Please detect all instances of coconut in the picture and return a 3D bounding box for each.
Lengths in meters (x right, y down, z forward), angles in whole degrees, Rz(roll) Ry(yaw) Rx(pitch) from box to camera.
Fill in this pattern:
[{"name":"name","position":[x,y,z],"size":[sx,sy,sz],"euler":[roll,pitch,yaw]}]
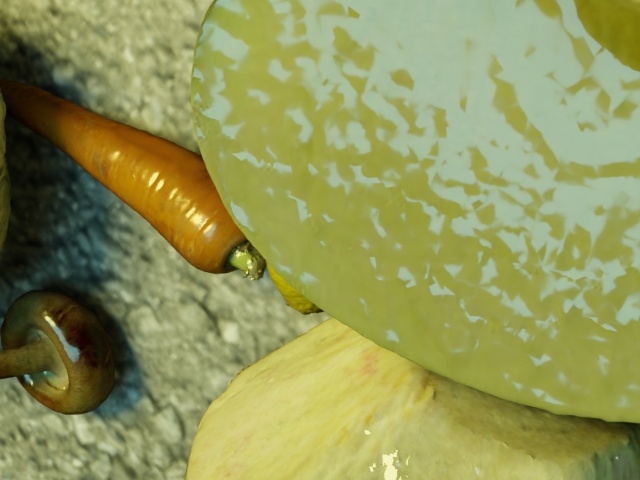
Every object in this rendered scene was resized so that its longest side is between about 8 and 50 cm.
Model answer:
[{"name":"coconut","position":[0.044,0.161,0.509],"size":[0.259,0.259,0.259],"euler":[6,104,23]}]

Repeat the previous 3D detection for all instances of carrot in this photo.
[{"name":"carrot","position":[-0.126,-0.054,0.642],"size":[0.256,0.061,0.061],"euler":[35,114,23]}]

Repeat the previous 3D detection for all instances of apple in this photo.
[{"name":"apple","position":[0.133,-0.111,0.380],"size":[0.360,0.320,0.312],"euler":[16,66,14]}]

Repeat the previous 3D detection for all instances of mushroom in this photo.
[{"name":"mushroom","position":[-0.205,0.072,0.684],"size":[0.129,0.073,0.088],"euler":[9,132,-9]}]

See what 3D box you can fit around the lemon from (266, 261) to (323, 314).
[{"name":"lemon","position":[0.000,0.000,0.584],"size":[0.065,0.065,0.092],"euler":[18,109,20]}]

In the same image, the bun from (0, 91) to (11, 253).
[{"name":"bun","position":[-0.299,-0.053,0.657],"size":[0.259,0.152,0.260],"euler":[11,113,26]}]
